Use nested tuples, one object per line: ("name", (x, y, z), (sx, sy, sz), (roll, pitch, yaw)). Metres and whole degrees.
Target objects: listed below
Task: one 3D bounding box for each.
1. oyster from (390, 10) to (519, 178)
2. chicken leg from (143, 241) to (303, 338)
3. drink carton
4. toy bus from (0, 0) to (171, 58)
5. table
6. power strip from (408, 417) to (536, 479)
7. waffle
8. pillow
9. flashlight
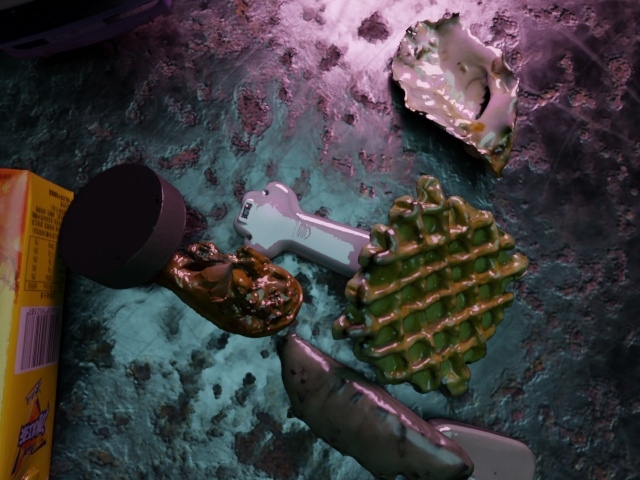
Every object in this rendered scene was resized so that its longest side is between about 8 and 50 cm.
("oyster", (0.172, -0.183, 0.590), (0.209, 0.072, 0.133), (42, 88, 22))
("chicken leg", (-0.122, 0.044, 0.525), (0.207, 0.101, 0.085), (18, 70, 8))
("drink carton", (-0.362, 0.108, 0.494), (0.154, 0.111, 0.351), (2, 84, -3))
("toy bus", (-0.323, -0.419, 0.494), (0.209, 0.249, 0.440), (-22, 79, -6))
("table", (-0.213, -0.017, 0.522), (0.133, 0.043, 0.133), (-8, 64, 18))
("power strip", (0.178, 0.344, 0.521), (0.194, 0.059, 0.265), (14, 81, -1))
("waffle", (0.119, 0.056, 0.533), (0.204, 0.054, 0.223), (32, 84, -26))
("pillow", (0.038, 0.194, 0.518), (0.241, 0.051, 0.093), (31, 99, 18))
("flashlight", (0.000, 0.000, 0.562), (0.200, 0.047, 0.093), (20, 83, -3))
